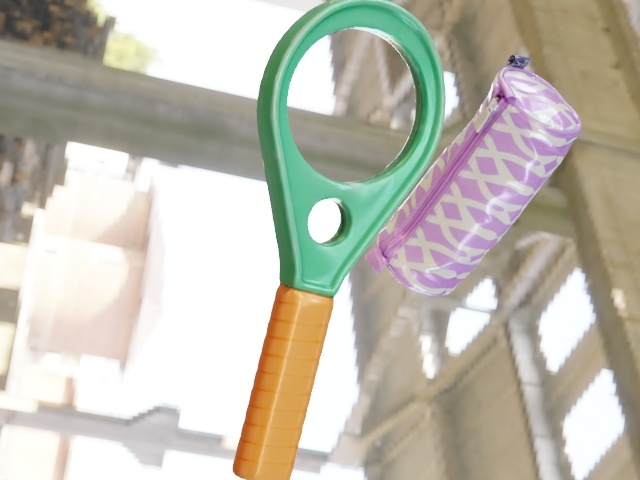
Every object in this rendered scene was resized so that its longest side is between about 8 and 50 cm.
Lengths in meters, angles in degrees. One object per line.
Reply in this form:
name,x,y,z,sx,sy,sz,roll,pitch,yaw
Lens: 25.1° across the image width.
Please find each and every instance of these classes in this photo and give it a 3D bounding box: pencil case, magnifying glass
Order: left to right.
magnifying glass,0.000,0.000,0.670,0.026,0.092,0.231,19,-85,62
pencil case,0.127,-0.046,1.176,0.086,0.088,0.206,54,-54,32

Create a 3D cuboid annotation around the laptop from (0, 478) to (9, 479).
laptop,-0.107,0.167,0.397,0.136,0.264,0.234,-50,178,-31
